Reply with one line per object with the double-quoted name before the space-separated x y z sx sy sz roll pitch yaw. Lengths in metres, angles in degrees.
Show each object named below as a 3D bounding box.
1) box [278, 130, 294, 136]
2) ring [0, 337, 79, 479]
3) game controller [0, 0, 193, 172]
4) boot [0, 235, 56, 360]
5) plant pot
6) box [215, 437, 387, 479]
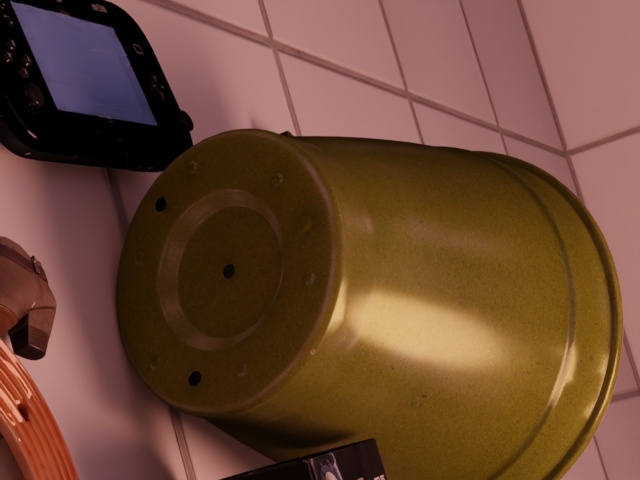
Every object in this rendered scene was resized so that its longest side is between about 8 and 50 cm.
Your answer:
"box" 0.000 0.000 1.815 0.191 0.045 0.184 42 37 -54
"ring" -0.241 0.187 1.035 0.336 0.032 0.336 53 25 -39
"game controller" -0.205 -0.140 1.374 0.319 0.067 0.166 1 71 -70
"boot" -0.234 0.034 1.190 0.118 0.042 0.087 46 25 -52
"plant pot" 0.020 0.058 1.445 0.353 0.366 0.366 18 54 -50
"box" -0.051 0.219 1.283 0.147 0.180 0.077 2 72 -68
